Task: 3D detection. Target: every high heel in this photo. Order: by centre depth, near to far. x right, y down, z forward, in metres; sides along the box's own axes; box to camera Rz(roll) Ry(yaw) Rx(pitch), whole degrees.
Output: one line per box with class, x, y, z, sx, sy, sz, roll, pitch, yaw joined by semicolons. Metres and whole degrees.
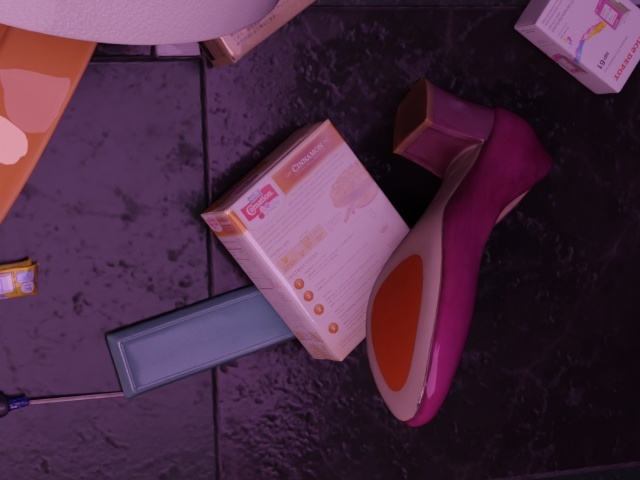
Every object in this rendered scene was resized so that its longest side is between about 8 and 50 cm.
high heel;0.152;0.020;1.264;0.181;0.127;0.377;24;56;-22

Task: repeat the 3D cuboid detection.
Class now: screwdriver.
screwdriver;-0.260;0.147;1.268;0.170;0.024;0.025;-8;68;-25

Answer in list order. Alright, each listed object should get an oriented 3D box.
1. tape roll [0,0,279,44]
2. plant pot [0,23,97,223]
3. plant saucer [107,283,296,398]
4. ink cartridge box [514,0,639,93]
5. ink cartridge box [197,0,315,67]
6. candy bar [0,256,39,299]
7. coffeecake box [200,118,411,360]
tape roll;-0.201;-0.275;1.011;0.392;0.392;0.072;9;124;-19
plant pot;-0.309;-0.149;1.064;0.204;0.291;0.290;28;85;-20
plant saucer;-0.106;0.092;1.311;0.192;0.018;0.067;-19;100;-18
ink cartridge box;0.278;-0.221;1.404;0.122;0.052;0.088;35;82;-19
ink cartridge box;-0.057;-0.307;1.264;0.235;0.088;0.193;-39;103;-12
candy bar;-0.335;0.045;1.232;0.162;0.018;0.040;-9;100;-19
coffeecake box;0.000;0.000;1.307;0.142;0.068;0.185;-43;106;-21
